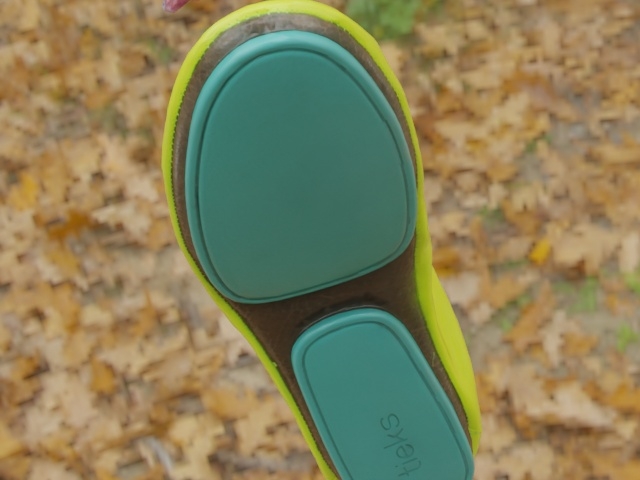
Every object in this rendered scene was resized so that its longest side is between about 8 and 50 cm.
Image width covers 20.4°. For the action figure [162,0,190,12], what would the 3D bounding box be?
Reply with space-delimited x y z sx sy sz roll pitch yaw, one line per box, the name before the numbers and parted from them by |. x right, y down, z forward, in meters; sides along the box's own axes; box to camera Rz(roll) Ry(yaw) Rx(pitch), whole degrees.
action figure | 0.059 -0.225 0.597 0.370 0.276 0.248 -59 17 1

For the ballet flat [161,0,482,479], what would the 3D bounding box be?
ballet flat | 0.000 0.000 0.570 0.077 0.231 0.077 -17 44 3
